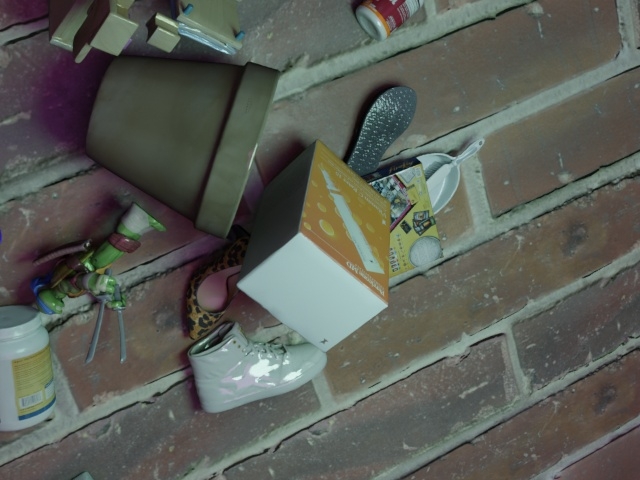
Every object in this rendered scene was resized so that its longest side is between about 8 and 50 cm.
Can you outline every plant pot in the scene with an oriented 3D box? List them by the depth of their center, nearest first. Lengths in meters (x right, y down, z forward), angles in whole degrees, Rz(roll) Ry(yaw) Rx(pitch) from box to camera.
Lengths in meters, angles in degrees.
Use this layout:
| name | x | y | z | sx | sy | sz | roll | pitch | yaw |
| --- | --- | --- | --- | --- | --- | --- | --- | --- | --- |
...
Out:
| name | x | y | z | sx | sy | sz | roll | pitch | yaw |
| --- | --- | --- | --- | --- | --- | --- | --- | --- | --- |
| plant pot | -0.251 | -0.194 | 1.337 | 0.280 | 0.323 | 0.323 | 18 | 98 | -9 |

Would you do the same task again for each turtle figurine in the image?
| name | x | y | z | sx | sy | sz | roll | pitch | yaw |
| --- | --- | --- | --- | --- | --- | --- | --- | --- | --- |
| turtle figurine | -0.377 | 0.077 | 1.407 | 0.266 | 0.275 | 0.198 | -50 | 150 | -7 |

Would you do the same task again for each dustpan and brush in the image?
| name | x | y | z | sx | sy | sz | roll | pitch | yaw |
| --- | --- | --- | --- | --- | --- | --- | --- | --- | --- |
| dustpan and brush | 0.274 | -0.158 | 1.668 | 0.211 | 0.060 | 0.147 | -43 | 115 | -5 |

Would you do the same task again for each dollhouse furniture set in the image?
| name | x | y | z | sx | sy | sz | roll | pitch | yaw |
| --- | --- | --- | --- | --- | --- | --- | --- | --- | --- |
| dollhouse furniture set | -0.278 | -0.361 | 1.293 | 0.303 | 0.286 | 0.198 | 16 | 140 | -39 |

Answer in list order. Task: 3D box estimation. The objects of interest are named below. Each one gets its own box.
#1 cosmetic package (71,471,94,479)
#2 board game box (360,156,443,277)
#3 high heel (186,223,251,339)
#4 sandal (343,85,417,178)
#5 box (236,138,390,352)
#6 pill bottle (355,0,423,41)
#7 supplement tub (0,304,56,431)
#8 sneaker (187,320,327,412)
| name | x | y | z | sx | sy | sz | roll | pitch | yaw |
| --- | --- | --- | --- | --- | --- | --- | --- | --- | --- |
| cosmetic package | -0.466 | 0.741 | 1.575 | 0.230 | 0.161 | 0.453 | -32 | 113 | -11 |
| board game box | 0.164 | -0.042 | 1.639 | 0.165 | 0.042 | 0.243 | -21 | 119 | -6 |
| high heel | -0.193 | 0.102 | 1.487 | 0.093 | 0.186 | 0.261 | 22 | 96 | -25 |
| sandal | 0.110 | -0.221 | 1.596 | 0.097 | 0.054 | 0.254 | 27 | 104 | -23 |
| box | 0.000 | 0.000 | 1.419 | 0.215 | 0.345 | 0.168 | 39 | 119 | -20 |
| pill bottle | 0.151 | -0.481 | 1.515 | 0.152 | 0.086 | 0.086 | -43 | 116 | -6 |
| supplement tub | -0.574 | 0.235 | 1.396 | 0.144 | 0.144 | 0.199 | -6 | 107 | -20 |
| sneaker | -0.133 | 0.241 | 1.595 | 0.292 | 0.108 | 0.169 | -19 | 114 | -14 |
